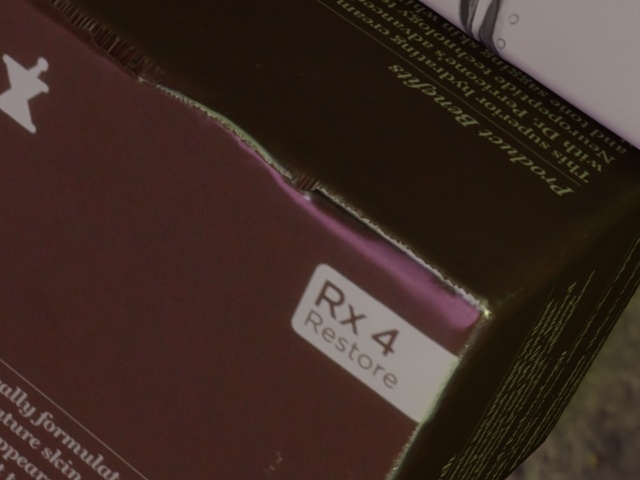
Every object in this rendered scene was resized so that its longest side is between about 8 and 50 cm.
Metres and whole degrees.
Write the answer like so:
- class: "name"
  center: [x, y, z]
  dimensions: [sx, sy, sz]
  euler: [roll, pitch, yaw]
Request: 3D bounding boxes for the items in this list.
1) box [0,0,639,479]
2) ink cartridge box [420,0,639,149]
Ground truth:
- class: "box"
  center: [0.000, 0.000, 0.545]
  dimensions: [0.168, 0.203, 0.167]
  euler: [37, 126, 16]
- class: "ink cartridge box"
  center: [0.121, -0.131, 0.444]
  dimensions: [0.273, 0.114, 0.197]
  euler: [38, 126, 25]
